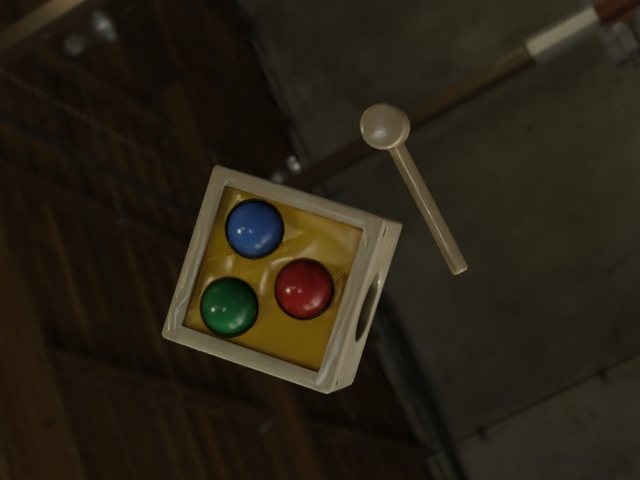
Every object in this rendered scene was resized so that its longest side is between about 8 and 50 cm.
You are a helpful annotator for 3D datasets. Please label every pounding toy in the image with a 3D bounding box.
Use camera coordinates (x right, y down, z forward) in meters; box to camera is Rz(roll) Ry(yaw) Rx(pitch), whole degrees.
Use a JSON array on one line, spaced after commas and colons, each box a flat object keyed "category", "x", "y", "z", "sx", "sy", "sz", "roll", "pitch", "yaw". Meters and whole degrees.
[{"category": "pounding toy", "x": 0.010, "y": -0.003, "z": 0.968, "sx": 0.181, "sy": 0.206, "sz": 0.094, "roll": 18, "pitch": -178, "yaw": 12}]
